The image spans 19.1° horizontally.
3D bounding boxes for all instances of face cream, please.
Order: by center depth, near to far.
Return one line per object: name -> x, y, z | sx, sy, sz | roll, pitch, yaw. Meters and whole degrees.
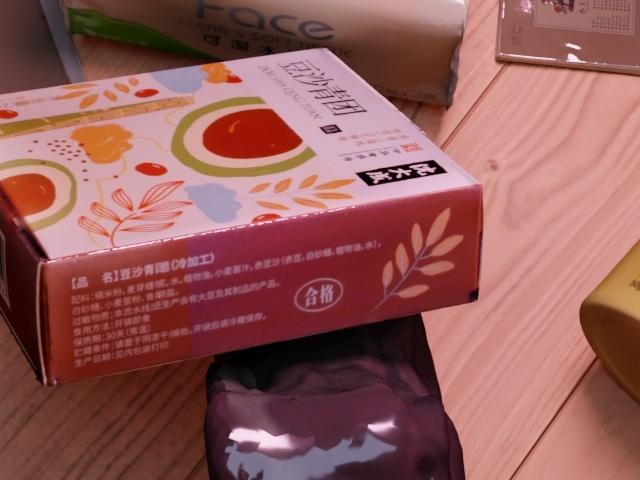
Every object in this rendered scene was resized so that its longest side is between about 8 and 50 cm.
face cream -> 0.378, 0.071, 1.771 | 0.218, 0.218, 0.179 | 42, 76, 12

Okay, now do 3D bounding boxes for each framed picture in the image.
framed picture -> -0.386, -0.147, 1.930 | 0.293, 0.018, 0.231 | -19, 72, -8

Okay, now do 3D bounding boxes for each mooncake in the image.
mooncake -> 0.019, 0.216, 1.641 | 0.212, 0.350, 0.381 | -5, 33, 0

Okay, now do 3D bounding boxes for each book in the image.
book -> 0.286, -0.242, 1.982 | 0.199, 0.016, 0.138 | 6, 71, 0

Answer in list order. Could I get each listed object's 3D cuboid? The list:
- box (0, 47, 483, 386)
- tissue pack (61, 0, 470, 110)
box -> -0.107, -0.034, 1.659 | 0.385, 0.122, 0.344 | -11, 29, -21
tissue pack -> -0.028, -0.344, 1.910 | 0.405, 0.205, 0.331 | 12, 67, 1
